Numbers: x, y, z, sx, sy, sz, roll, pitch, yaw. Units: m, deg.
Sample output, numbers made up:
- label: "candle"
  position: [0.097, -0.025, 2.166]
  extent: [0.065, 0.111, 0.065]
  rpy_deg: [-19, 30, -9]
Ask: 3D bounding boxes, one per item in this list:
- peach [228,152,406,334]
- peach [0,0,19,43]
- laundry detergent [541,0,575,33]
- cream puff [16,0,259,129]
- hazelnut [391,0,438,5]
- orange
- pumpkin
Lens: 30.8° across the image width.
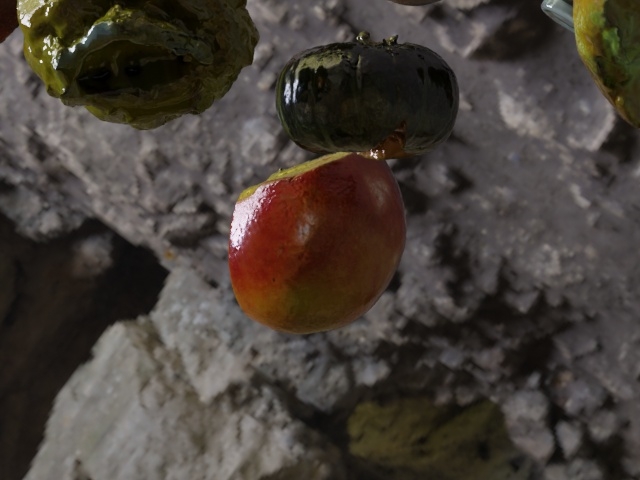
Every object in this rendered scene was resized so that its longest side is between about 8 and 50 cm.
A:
- label: "peach"
  position: [0.000, 0.000, 2.183]
  extent: [0.306, 0.380, 0.242]
  rpy_deg: [10, -161, 14]
- label: "peach"
  position: [-0.583, -0.380, 1.836]
  extent: [0.279, 0.189, 0.068]
  rpy_deg: [4, -165, 22]
- label: "laundry detergent"
  position: [0.432, -0.416, 1.734]
  extent: [0.099, 0.226, 0.070]
  rpy_deg: [35, -178, 19]
- label: "cream puff"
  position: [-0.210, -0.242, 1.339]
  extent: [0.282, 0.282, 0.185]
  rpy_deg: [39, -166, -22]
- label: "hazelnut"
  position: [0.146, -0.506, 1.898]
  extent: [0.229, 0.229, 0.229]
  rpy_deg: [34, 171, 7]
- label: "orange"
  position: [0.448, -0.305, 1.515]
  extent: [0.196, 0.262, 0.334]
  rpy_deg: [36, 167, 41]
- label: "pumpkin"
  position: [0.059, -0.186, 1.488]
  extent: [0.238, 0.159, 0.238]
  rpy_deg: [5, -179, 0]
